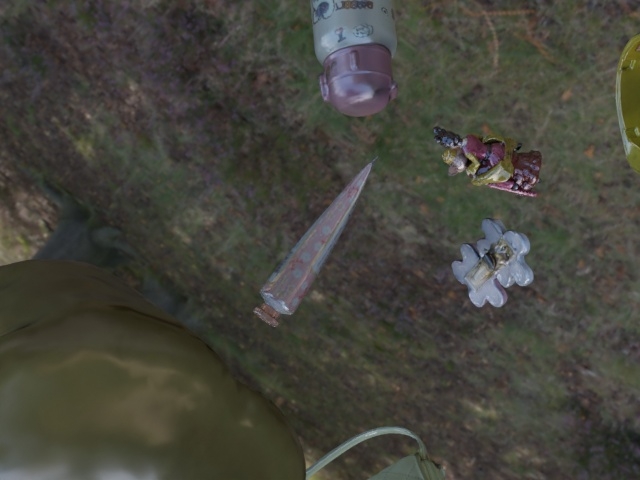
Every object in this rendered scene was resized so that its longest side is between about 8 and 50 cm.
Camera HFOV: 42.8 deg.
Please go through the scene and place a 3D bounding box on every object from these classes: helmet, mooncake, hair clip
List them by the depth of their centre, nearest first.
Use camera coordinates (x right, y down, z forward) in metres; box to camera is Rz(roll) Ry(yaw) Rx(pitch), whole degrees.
[{"bbox_3d":[-0.252,0.245,0.694,0.467,0.467,0.262,48,167,-34],"label":"mooncake"},{"bbox_3d":[0.640,-0.253,1.470,0.205,0.140,0.257,-133,33,-79],"label":"helmet"},{"bbox_3d":[0.327,0.052,1.573,0.146,0.075,0.257,51,162,13],"label":"hair clip"}]

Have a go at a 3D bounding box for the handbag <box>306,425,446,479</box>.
[{"bbox_3d":[0.039,0.340,0.979,0.079,0.256,0.219,51,-170,-41],"label":"handbag"}]

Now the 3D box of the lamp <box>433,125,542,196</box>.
[{"bbox_3d":[0.346,-0.170,1.744,0.253,0.119,0.118,13,163,-7],"label":"lamp"}]

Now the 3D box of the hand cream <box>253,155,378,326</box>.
[{"bbox_3d":[0.000,0.000,0.881,0.043,0.210,0.067,34,169,5],"label":"hand cream"}]

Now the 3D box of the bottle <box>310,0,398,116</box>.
[{"bbox_3d":[0.042,-0.275,1.050,0.109,0.234,0.110,-4,166,-1],"label":"bottle"}]
